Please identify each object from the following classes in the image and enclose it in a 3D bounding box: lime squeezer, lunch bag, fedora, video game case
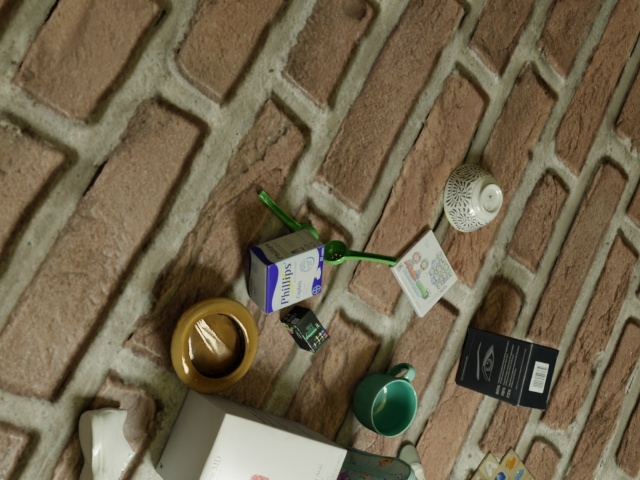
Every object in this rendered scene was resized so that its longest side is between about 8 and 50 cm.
[{"bbox_3d":[0.000,0.000,1.453,0.310,0.110,0.059,27,76,-1],"label":"lime squeezer"},{"bbox_3d":[0.069,0.536,1.450,0.224,0.279,0.108,-50,119,-31],"label":"lunch bag"},{"bbox_3d":[-0.212,0.193,1.344,0.194,0.079,0.195,-9,105,-36],"label":"fedora"},{"bbox_3d":[0.247,0.077,1.669,0.143,0.019,0.157,-43,115,-23],"label":"video game case"}]

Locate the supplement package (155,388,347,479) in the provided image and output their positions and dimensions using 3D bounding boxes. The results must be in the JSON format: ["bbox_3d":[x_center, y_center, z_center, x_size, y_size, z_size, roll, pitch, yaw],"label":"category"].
[{"bbox_3d":[-0.132,0.426,1.362,0.292,0.175,0.178,27,81,-32],"label":"supplement package"}]

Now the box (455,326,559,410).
[{"bbox_3d":[0.451,0.309,1.715,0.108,0.207,0.153,16,87,-34],"label":"box"}]

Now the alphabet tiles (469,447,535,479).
[{"bbox_3d":[0.484,0.737,1.899,0.285,0.011,0.343,-47,117,-20],"label":"alphabet tiles"}]

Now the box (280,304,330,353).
[{"bbox_3d":[-0.031,0.185,1.472,0.052,0.062,0.083,-45,117,-23],"label":"box"}]

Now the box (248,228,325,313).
[{"bbox_3d":[-0.068,0.061,1.400,0.137,0.072,0.126,-20,132,-30],"label":"box"}]

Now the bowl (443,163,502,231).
[{"bbox_3d":[0.386,-0.101,1.706,0.170,0.080,0.170,-3,96,-32],"label":"bowl"}]

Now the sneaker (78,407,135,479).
[{"bbox_3d":[-0.378,0.407,1.265,0.094,0.080,0.212,0,94,-45],"label":"sneaker"}]

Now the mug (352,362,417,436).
[{"bbox_3d":[0.147,0.358,1.586,0.157,0.097,0.130,-24,107,-30],"label":"mug"}]

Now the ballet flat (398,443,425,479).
[{"bbox_3d":[0.225,0.595,1.679,0.072,0.068,0.213,-3,96,-33],"label":"ballet flat"}]
